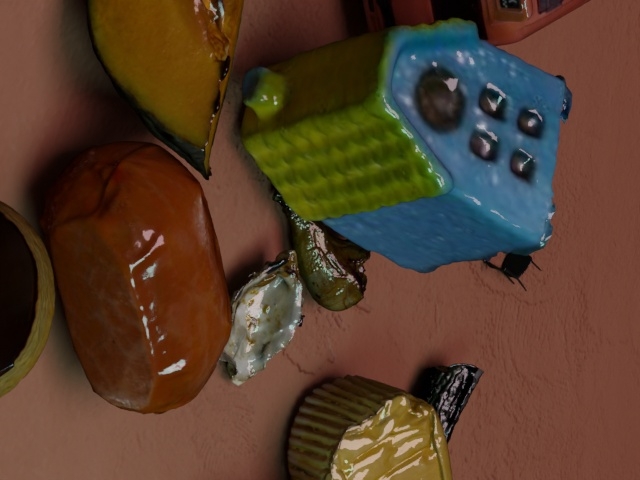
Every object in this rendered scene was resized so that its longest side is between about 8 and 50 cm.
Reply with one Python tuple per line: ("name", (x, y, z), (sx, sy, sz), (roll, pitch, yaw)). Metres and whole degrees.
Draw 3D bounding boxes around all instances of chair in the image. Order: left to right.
("chair", (0.248, 0.031, 2.121), (0.086, 0.037, 0.042), (32, 86, -51))

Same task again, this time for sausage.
("sausage", (-0.171, 0.038, 1.563), (0.141, 0.153, 0.268), (-42, 128, -48))

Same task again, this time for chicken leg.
("chicken leg", (0.000, 0.000, 1.822), (0.093, 0.070, 0.178), (-51, 122, -29))

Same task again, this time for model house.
("model house", (0.078, -0.111, 1.721), (0.303, 0.237, 0.216), (23, 68, -35))

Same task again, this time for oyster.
("oyster", (-0.067, 0.076, 1.765), (0.148, 0.051, 0.103), (-49, 135, -9))

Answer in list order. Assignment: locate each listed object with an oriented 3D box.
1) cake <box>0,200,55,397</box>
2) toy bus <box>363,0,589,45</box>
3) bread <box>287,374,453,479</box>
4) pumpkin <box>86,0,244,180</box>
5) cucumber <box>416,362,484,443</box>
("cake", (-0.319, 0.060, 1.402), (0.178, 0.185, 0.208), (89, 2, -73))
("toy bus", (0.236, -0.360, 1.877), (0.427, 0.233, 0.203), (-33, 122, -40))
("bread", (0.059, 0.280, 1.880), (0.179, 0.133, 0.250), (-32, 113, -30))
("pumpkin", (-0.143, -0.222, 1.590), (0.169, 0.148, 0.312), (126, -23, -82))
("cucumber", (0.120, 0.255, 2.007), (0.067, 0.067, 0.245), (38, 71, -45))
